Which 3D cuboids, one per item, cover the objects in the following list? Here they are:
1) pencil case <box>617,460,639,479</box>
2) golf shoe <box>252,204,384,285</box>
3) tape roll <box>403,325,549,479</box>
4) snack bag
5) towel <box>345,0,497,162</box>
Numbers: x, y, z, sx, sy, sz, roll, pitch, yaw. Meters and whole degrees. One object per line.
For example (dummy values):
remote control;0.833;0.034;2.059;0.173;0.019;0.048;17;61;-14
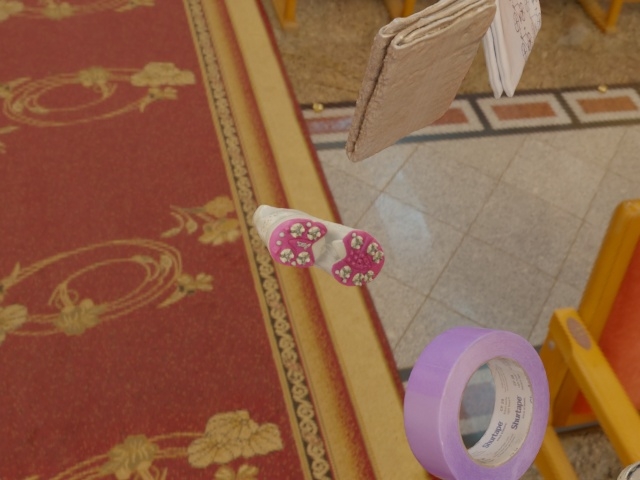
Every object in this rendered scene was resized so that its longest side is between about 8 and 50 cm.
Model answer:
pencil case;0.571;0.559;1.178;0.184;0.410;0.160;-4;12;0
golf shoe;0.000;0.000;1.394;0.306;0.115;0.140;23;10;-43
tape roll;0.276;0.289;1.266;0.275;0.274;0.090;-26;15;-31
snack bag;0.281;-0.433;1.112;0.037;0.342;0.323;-2;32;29
towel;0.129;-0.224;1.000;0.187;0.282;0.049;-30;72;-21
